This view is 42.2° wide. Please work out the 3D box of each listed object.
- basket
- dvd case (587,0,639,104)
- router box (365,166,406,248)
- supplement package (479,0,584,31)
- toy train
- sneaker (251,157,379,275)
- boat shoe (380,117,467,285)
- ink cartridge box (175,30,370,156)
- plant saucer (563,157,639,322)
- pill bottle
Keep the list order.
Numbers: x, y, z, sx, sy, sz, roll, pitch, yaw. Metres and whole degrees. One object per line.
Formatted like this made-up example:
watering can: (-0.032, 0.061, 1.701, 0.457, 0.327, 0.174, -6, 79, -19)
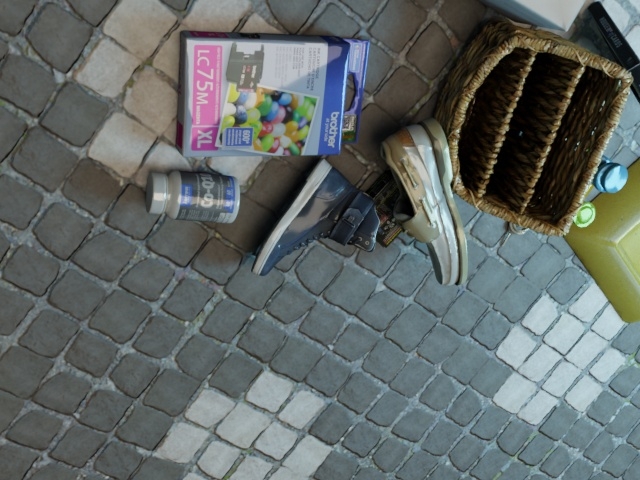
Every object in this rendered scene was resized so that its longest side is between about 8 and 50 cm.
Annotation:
basket: (0.324, -0.189, 1.362, 0.213, 0.223, 0.299, 9, 116, -21)
dvd case: (0.530, -0.286, 1.408, 0.029, 0.238, 0.179, -30, 123, 21)
router box: (0.121, -0.060, 1.463, 0.122, 0.038, 0.092, -47, 120, 5)
supplement package: (0.290, -0.430, 1.240, 0.194, 0.203, 0.149, 26, 103, -15)
toy train: (0.446, -0.062, 1.527, 0.105, 0.143, 0.248, 28, 101, -29)
sneaker: (0.000, 0.000, 1.389, 0.163, 0.086, 0.226, 36, 97, -6)
boat shoe: (0.174, -0.052, 1.408, 0.103, 0.113, 0.302, -18, 111, -7)
ink cartridge box: (-0.066, -0.227, 1.303, 0.311, 0.065, 0.186, -4, 115, -21)
plant saucer: (0.703, -0.014, 1.687, 0.333, 0.081, 0.333, -42, 121, 2)
pill bottle: (-0.203, -0.070, 1.310, 0.137, 0.078, 0.078, 4, 112, -23)
